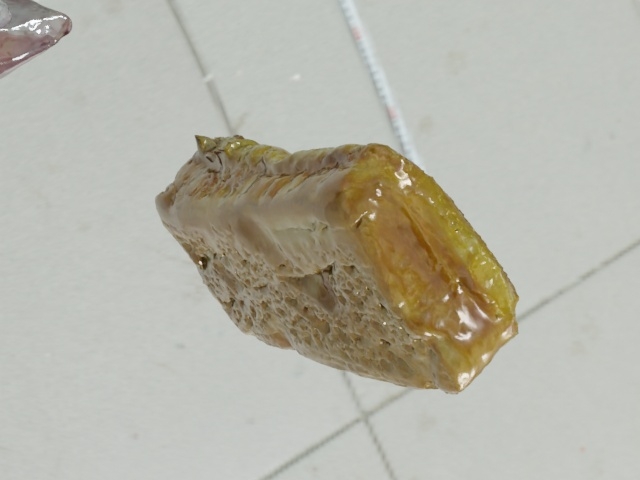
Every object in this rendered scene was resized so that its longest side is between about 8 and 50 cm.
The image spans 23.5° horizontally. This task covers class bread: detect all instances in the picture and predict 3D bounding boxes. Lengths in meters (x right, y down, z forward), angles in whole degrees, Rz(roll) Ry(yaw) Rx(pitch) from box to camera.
[{"bbox_3d":[-0.002,0.001,0.827,0.077,0.271,0.139,-39,107,-17],"label":"bread"}]

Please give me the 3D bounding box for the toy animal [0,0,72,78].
[{"bbox_3d":[-0.250,-0.097,0.670,0.195,0.324,0.090,39,34,-51],"label":"toy animal"}]
